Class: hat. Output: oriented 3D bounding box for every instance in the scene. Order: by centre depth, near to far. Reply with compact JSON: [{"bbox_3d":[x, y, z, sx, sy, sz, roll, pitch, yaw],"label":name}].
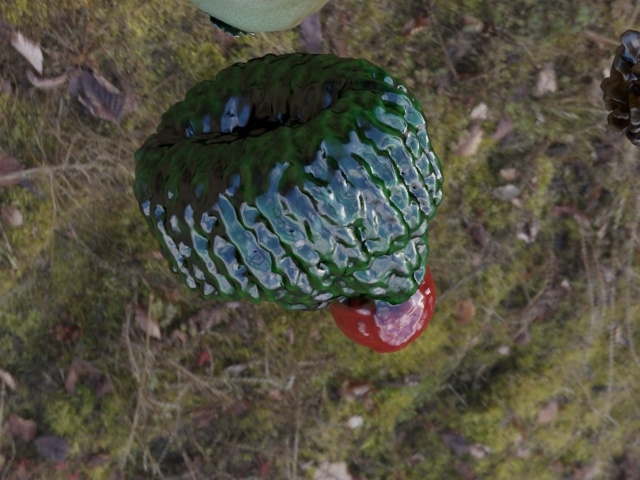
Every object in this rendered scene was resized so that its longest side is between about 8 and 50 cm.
[{"bbox_3d":[0.000,0.000,0.857,0.242,0.274,0.332,-54,132,-28],"label":"hat"}]

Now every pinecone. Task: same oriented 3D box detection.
[{"bbox_3d":[0.469,-0.205,1.205,0.205,0.179,0.184,-19,127,-34],"label":"pinecone"}]

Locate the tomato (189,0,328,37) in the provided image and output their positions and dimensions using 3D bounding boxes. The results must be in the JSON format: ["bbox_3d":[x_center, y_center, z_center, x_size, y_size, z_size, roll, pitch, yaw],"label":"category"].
[{"bbox_3d":[-0.088,-0.428,1.277,0.304,0.303,0.238,-14,86,-16],"label":"tomato"}]
